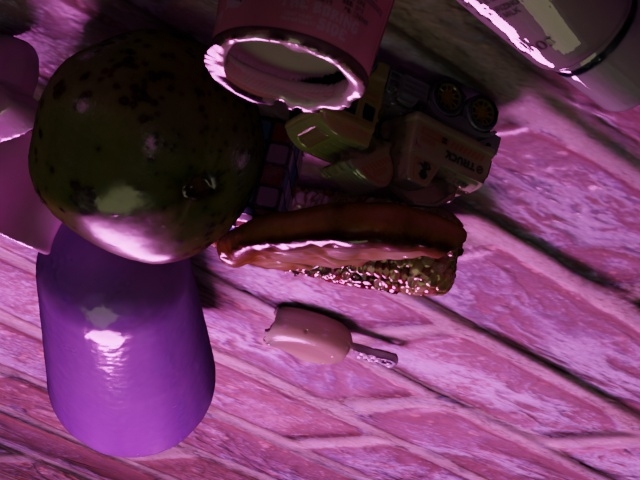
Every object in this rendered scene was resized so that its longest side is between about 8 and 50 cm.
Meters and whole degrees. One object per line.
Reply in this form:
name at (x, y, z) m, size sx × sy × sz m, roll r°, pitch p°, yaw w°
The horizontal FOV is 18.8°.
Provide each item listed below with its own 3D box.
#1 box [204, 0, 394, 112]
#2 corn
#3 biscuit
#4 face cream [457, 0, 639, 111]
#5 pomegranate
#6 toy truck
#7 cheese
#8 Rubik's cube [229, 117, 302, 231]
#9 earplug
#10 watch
box at (-0.011, -0.176, 1.434) m, size 0.151 × 0.135 × 0.151 m, roll 12°, pitch 162°, yaw 4°
corn at (0.004, -0.008, 1.959) m, size 0.290 × 0.098 × 0.098 m, roll 11°, pitch 161°, yaw 12°
biscuit at (-0.004, 0.000, 1.729) m, size 0.154 × 0.045 × 0.299 m, roll 6°, pitch 172°, yaw -34°
face cream at (0.124, -0.206, 1.361) m, size 0.314 × 0.089 × 0.143 m, roll 36°, pitch 152°, yaw -25°
pomegranate at (-0.165, -0.095, 1.723) m, size 0.214 × 0.214 × 0.248 m, roll 28°, pitch -171°, yaw -36°
toy truck at (0.061, -0.088, 1.660) m, size 0.191 × 0.116 × 0.085 m, roll 23°, pitch 158°, yaw -26°
cheese at (0.010, 0.129, 2.408) m, size 0.171 × 0.047 × 0.092 m, roll 24°, pitch 160°, yaw -28°
Rubik's cube at (-0.072, -0.063, 1.858) m, size 0.092 × 0.092 × 0.092 m, roll 11°, pitch 162°, yaw 7°
earplug at (-0.229, 0.090, 2.247) m, size 0.215 × 0.215 × 0.456 m, roll 13°, pitch 158°, yaw 3°
watch at (-0.314, -0.082, 1.858) m, size 0.248 × 0.210 × 0.217 m, roll 22°, pitch 175°, yaw 41°
